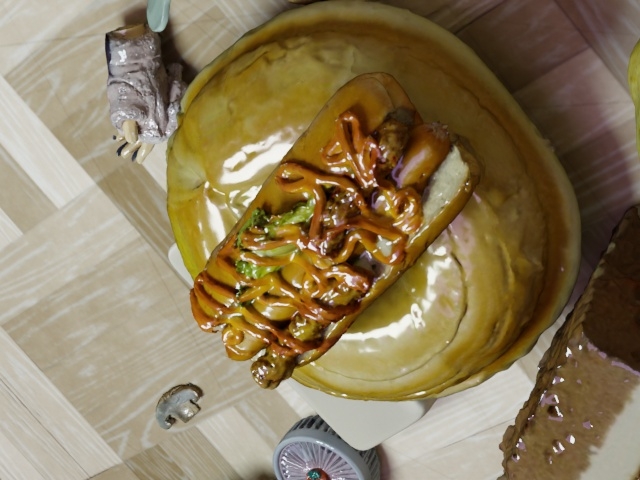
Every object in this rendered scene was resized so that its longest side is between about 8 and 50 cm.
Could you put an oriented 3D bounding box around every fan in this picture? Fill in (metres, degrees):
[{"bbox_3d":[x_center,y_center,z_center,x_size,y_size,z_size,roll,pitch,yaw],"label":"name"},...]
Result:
[{"bbox_3d":[0.043,0.320,2.163,0.130,0.074,0.244,-27,108,42],"label":"fan"}]

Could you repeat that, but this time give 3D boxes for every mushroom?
[{"bbox_3d":[-0.185,0.215,2.260,0.049,0.019,0.101,40,136,-3],"label":"mushroom"}]

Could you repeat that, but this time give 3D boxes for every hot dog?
[{"bbox_3d":[0.000,0.000,1.625,0.158,0.117,0.349,41,123,-1],"label":"hot dog"}]

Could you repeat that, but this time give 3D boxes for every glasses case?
[{"bbox_3d":[-0.015,0.087,2.013,0.336,0.076,0.144,47,135,-8],"label":"glasses case"}]

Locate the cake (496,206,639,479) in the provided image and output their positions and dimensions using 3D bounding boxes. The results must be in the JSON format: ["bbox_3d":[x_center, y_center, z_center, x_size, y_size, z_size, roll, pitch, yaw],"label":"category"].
[{"bbox_3d":[0.354,0.164,1.727,0.290,0.256,0.282,25,132,7],"label":"cake"}]

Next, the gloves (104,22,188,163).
[{"bbox_3d":[-0.192,-0.166,1.912,0.094,0.110,0.144,-15,126,-9],"label":"gloves"}]

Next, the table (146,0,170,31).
[{"bbox_3d":[-0.149,-0.319,1.731,0.166,0.166,0.198,38,143,0],"label":"table"}]

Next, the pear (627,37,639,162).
[{"bbox_3d":[0.391,-0.122,1.500,0.271,0.271,0.271,17,131,20],"label":"pear"}]

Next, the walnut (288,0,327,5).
[{"bbox_3d":[-0.007,-0.271,1.728,0.096,0.082,0.079,2,156,37],"label":"walnut"}]

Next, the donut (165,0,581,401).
[{"bbox_3d":[0.046,-0.028,1.779,0.449,0.198,0.449,9,119,16],"label":"donut"}]
